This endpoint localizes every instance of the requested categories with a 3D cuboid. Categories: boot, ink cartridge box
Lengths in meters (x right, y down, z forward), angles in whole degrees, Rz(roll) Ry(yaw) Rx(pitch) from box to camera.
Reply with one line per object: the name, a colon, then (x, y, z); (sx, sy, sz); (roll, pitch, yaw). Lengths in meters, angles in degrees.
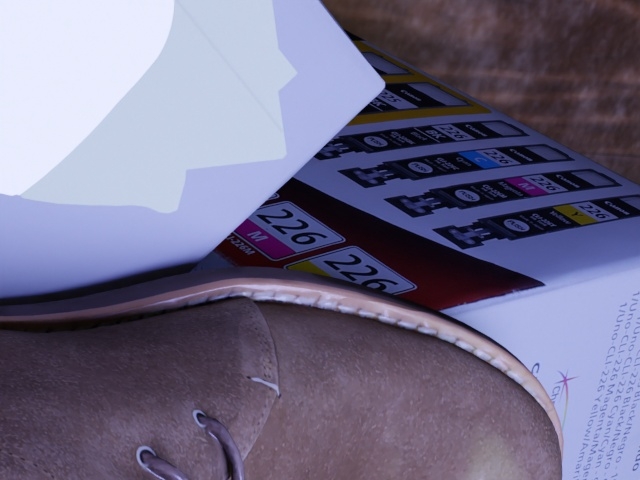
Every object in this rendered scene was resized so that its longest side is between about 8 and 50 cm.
boot: (-0.050, 0.069, 0.460); (0.305, 0.115, 0.112); (7, 105, -30)
ink cartridge box: (0.000, 0.000, 0.741); (0.272, 0.309, 0.130); (-11, 122, -41)

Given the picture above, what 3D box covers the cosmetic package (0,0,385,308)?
cosmetic package: (-0.200, -0.008, 0.510); (0.385, 0.156, 0.217); (-44, 122, -3)
